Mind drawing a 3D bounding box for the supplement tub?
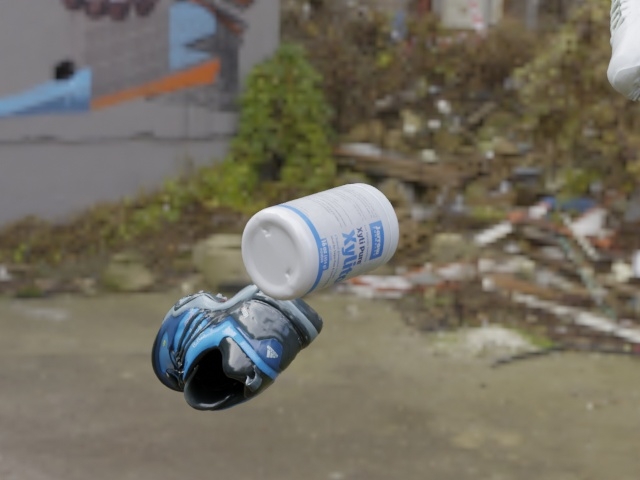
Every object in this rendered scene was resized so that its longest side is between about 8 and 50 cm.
[{"bbox_3d":[0.000,0.000,1.184,0.071,0.071,0.107,7,18,41],"label":"supplement tub"}]

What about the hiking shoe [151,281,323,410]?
[{"bbox_3d":[-0.126,0.128,1.762,0.132,0.113,0.304,-51,12,-32],"label":"hiking shoe"}]

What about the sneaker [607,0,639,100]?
[{"bbox_3d":[0.333,-0.229,1.630,0.095,0.090,0.235,34,47,6],"label":"sneaker"}]
